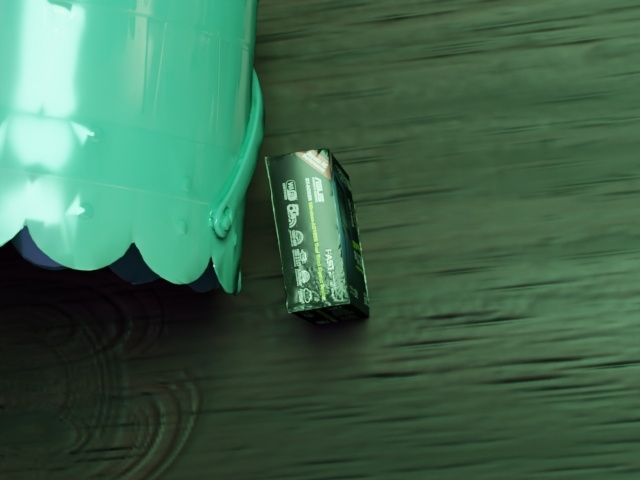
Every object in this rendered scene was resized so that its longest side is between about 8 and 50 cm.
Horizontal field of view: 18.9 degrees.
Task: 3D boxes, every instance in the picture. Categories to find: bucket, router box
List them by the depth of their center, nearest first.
[{"bbox_3d":[-0.165,-0.076,1.114,0.281,0.281,0.183,9,88,12],"label":"bucket"},{"bbox_3d":[0.000,0.000,1.142,0.038,0.122,0.092,-8,84,6],"label":"router box"}]
